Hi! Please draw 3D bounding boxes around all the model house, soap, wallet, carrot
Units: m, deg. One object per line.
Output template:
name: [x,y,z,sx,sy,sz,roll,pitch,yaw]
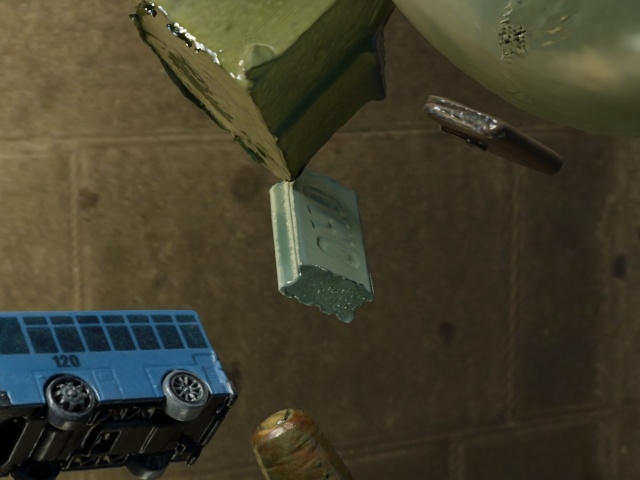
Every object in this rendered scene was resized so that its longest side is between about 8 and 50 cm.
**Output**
model house: [-0.047,-0.265,1.582,0.266,0.261,0.321,-43,160,-7]
soap: [0.000,0.000,1.683,0.114,0.198,0.063,25,124,-27]
wallet: [0.187,-0.114,1.464,0.152,0.118,0.039,19,97,-49]
carrot: [0.051,0.288,1.106,0.070,0.070,0.342,-35,96,-19]

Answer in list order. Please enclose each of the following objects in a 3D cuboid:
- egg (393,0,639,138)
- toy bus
egg: [0.089,-0.141,0.389,0.186,0.253,0.186,-3,138,-3]
toy bus: [-0.208,0.130,1.163,0.234,0.134,0.116,2,137,-36]
